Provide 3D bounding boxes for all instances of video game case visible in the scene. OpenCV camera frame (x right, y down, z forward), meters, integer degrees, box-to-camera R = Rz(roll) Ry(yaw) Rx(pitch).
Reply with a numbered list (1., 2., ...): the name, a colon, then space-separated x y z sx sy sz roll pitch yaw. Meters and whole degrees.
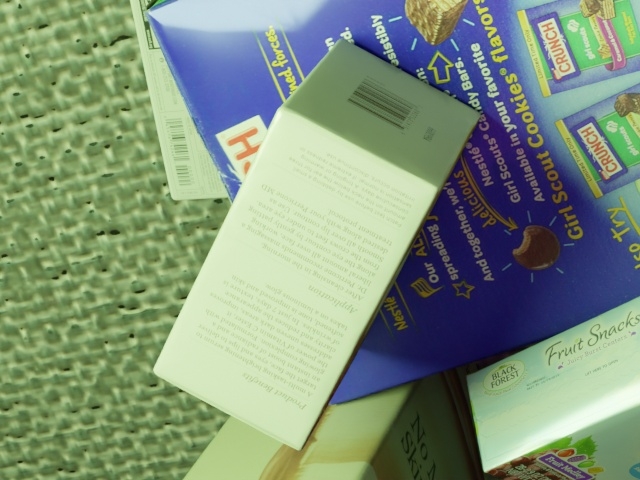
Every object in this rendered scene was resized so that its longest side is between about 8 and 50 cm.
1. video game case: -0.043 -0.104 1.162 0.143 0.019 0.157 -3 111 20

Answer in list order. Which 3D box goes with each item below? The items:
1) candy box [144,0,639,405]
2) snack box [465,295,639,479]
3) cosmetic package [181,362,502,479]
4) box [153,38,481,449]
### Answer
1. candy box: 0.100 -0.083 1.050 0.317 0.122 0.268 -19 106 20
2. snack box: 0.214 0.103 1.065 0.174 0.070 0.207 -27 145 27
3. cosmetic package: 0.009 0.175 1.107 0.129 0.296 0.153 -10 111 23
4. box: 0.000 0.000 0.970 0.091 0.130 0.170 28 117 2
